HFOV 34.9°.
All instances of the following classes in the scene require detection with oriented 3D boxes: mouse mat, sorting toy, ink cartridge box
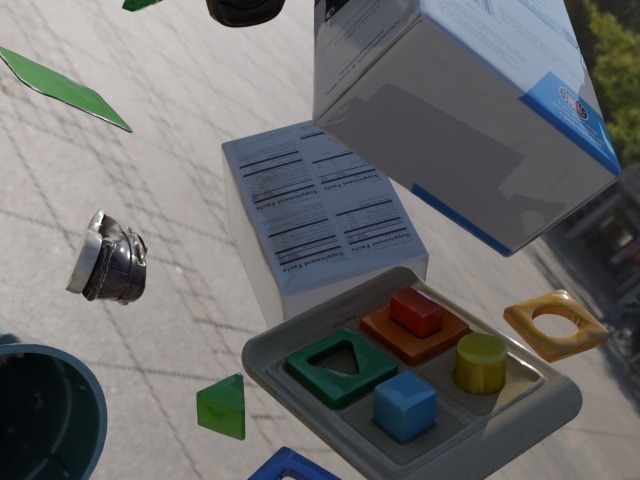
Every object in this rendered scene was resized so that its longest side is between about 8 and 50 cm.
[{"bbox_3d":[-0.362,-0.214,1.426,0.190,0.007,0.152,22,16,-45],"label":"mouse mat"},{"bbox_3d":[0.068,0.091,0.749,0.196,0.348,0.047,38,-42,38],"label":"sorting toy"},{"bbox_3d":[0.113,-0.171,0.882,0.223,0.129,0.307,31,36,-25],"label":"ink cartridge box"}]

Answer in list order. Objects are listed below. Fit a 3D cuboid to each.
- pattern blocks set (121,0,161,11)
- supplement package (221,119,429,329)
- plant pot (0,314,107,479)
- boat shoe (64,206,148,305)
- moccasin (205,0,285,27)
[{"bbox_3d":[-0.238,-0.464,1.310,0.026,0.285,0.324,-28,112,-55],"label":"pattern blocks set"},{"bbox_3d":[0.000,0.000,1.386,0.199,0.198,0.262,91,-21,-54],"label":"supplement package"},{"bbox_3d":[-0.556,0.243,1.556,0.334,0.341,0.341,30,-5,45],"label":"plant pot"},{"bbox_3d":[-0.303,0.026,1.473,0.097,0.116,0.324,21,3,-13],"label":"boat shoe"},{"bbox_3d":[-0.093,-0.412,1.102,0.380,0.139,0.147,80,-4,-56],"label":"moccasin"}]
